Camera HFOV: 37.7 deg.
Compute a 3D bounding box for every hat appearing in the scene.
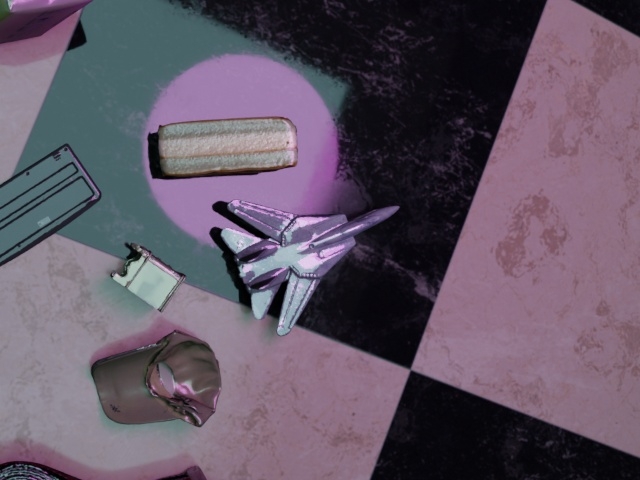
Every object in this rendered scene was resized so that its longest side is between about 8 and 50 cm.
[{"bbox_3d":[-0.236,0.188,1.341,0.175,0.085,0.147,-6,105,5],"label":"hat"}]

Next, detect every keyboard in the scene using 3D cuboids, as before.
[{"bbox_3d":[-0.396,-0.054,1.299,0.381,0.041,0.103,-34,101,-7],"label":"keyboard"}]

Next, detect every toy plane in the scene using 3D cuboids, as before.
[{"bbox_3d":[-0.005,0.000,1.398,0.267,0.088,0.212,-25,100,-23],"label":"toy plane"}]

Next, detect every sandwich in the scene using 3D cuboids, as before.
[{"bbox_3d":[-0.129,-0.133,1.310,0.163,0.113,0.079,-4,91,-38],"label":"sandwich"}]

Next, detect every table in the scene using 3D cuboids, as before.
[{"bbox_3d":[-0.243,0.050,1.322,0.083,0.079,0.062,36,82,-13],"label":"table"}]

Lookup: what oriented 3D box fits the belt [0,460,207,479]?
[{"bbox_3d":[-0.295,0.373,1.306,0.359,0.094,0.126,11,89,-17],"label":"belt"}]

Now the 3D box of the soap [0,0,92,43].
[{"bbox_3d":[-0.399,-0.358,1.191,0.138,0.199,0.182,-25,101,-39],"label":"soap"}]
